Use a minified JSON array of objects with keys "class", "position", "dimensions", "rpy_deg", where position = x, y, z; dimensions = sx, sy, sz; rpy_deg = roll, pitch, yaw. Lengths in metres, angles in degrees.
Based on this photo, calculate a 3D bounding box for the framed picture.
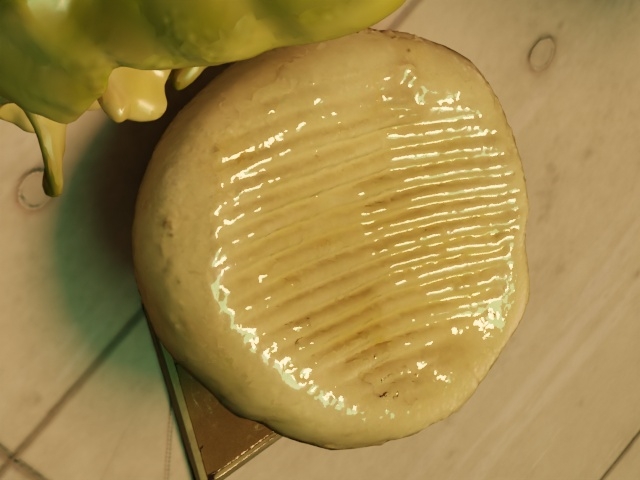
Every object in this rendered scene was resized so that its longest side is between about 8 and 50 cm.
[{"class":"framed picture","position":[-0.042,0.065,0.973],"dimensions":[0.109,0.011,0.149],"rpy_deg":[-32,133,-25]}]

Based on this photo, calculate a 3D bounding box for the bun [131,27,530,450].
[{"class":"bun","position":[0.000,0.000,0.875],"dimensions":[0.231,0.133,0.231],"rpy_deg":[0,89,-32]}]

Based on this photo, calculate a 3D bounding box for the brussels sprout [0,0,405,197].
[{"class":"brussels sprout","position":[-0.048,-0.208,0.594],"dimensions":[0.371,0.315,0.276],"rpy_deg":[-37,178,31]}]
